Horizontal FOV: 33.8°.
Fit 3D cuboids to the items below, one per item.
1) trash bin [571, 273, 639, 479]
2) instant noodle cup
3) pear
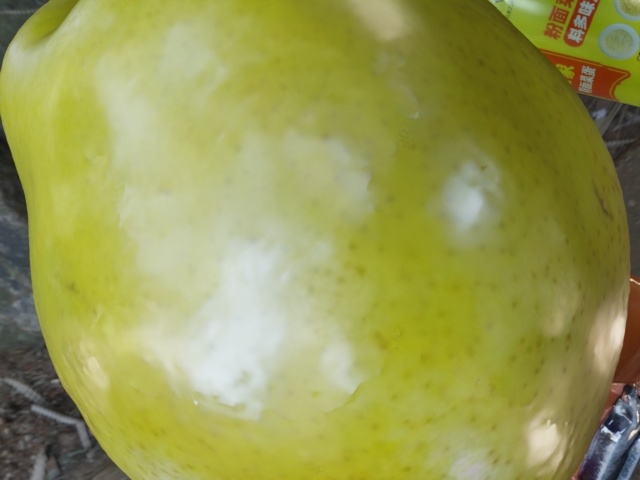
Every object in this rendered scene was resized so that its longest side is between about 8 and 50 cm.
[{"bbox_3d":[0.187,0.074,0.865,0.239,0.184,0.161,37,66,23],"label":"trash bin"},{"bbox_3d":[0.285,-0.284,1.124,0.221,0.311,0.311,23,90,16],"label":"instant noodle cup"},{"bbox_3d":[0.000,0.000,0.643,0.362,0.362,0.418,-35,105,4],"label":"pear"}]
